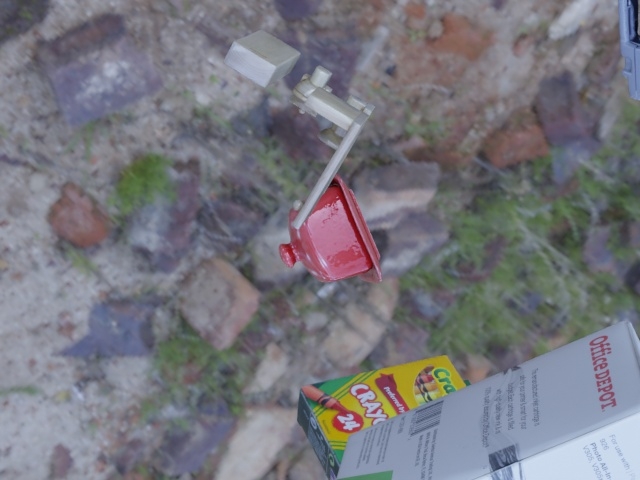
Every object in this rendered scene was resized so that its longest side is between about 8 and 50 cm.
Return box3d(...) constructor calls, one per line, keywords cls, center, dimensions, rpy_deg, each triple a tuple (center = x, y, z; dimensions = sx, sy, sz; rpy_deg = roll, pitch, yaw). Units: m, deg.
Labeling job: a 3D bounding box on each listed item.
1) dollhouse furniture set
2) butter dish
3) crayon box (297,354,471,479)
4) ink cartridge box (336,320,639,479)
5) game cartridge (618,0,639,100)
box3d(cls="dollhouse furniture set", center=(-0.042, -0.118, 1.234), dimensions=(0.123, 0.151, 0.144), rpy_deg=(-59, 178, 19))
box3d(cls="butter dish", center=(0.000, 0.000, 1.630), dimensions=(0.118, 0.160, 0.160), rpy_deg=(-23, 95, -8))
box3d(cls="crayon box", center=(0.145, 0.296, 1.948), dimensions=(0.318, 0.202, 0.081), rpy_deg=(-10, 129, -19))
box3d(cls="ink cartridge box", center=(0.163, 0.203, 1.028), dimensions=(0.289, 0.121, 0.211), rpy_deg=(-25, -171, 15))
box3d(cls="game cartridge", center=(0.370, -0.298, 1.150), dimensions=(0.196, 0.060, 0.294), rpy_deg=(-24, 120, -26))
